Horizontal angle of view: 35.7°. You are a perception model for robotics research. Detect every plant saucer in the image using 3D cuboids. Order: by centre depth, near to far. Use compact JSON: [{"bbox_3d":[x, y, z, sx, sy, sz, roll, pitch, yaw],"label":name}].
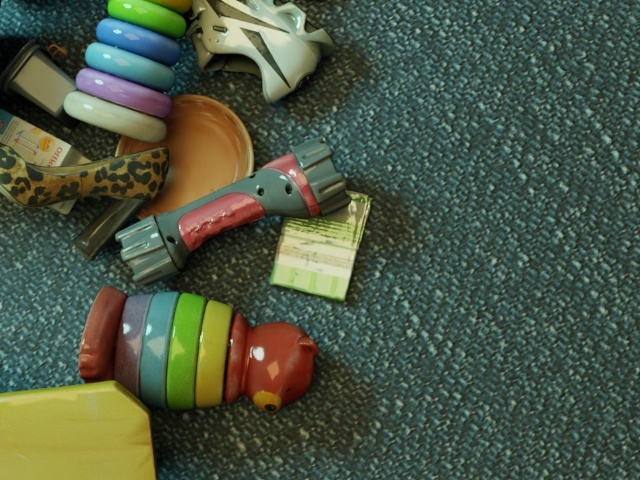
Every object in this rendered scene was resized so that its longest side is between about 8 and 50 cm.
[{"bbox_3d":[-0.189,-0.106,1.401,0.200,0.037,0.200,-1,80,6],"label":"plant saucer"}]

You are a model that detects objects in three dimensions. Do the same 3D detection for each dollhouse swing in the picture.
[{"bbox_3d":[-0.374,0.312,1.245,0.305,0.315,0.347,-8,96,-19],"label":"dollhouse swing"}]

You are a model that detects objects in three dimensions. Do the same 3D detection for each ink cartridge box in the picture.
[{"bbox_3d":[-0.399,-0.107,1.399,0.143,0.090,0.092,27,84,11],"label":"ink cartridge box"}]

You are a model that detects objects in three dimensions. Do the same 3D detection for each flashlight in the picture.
[{"bbox_3d":[-0.114,-0.030,1.312,0.304,0.103,0.103,-26,88,-4],"label":"flashlight"}]

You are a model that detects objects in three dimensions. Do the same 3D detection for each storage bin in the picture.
[{"bbox_3d":[-0.375,-0.216,1.403,0.091,0.135,0.098,37,85,0],"label":"storage bin"}]

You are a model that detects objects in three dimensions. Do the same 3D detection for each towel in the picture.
[{"bbox_3d":[0.000,0.000,1.369,0.113,0.023,0.152,13,83,11],"label":"towel"}]

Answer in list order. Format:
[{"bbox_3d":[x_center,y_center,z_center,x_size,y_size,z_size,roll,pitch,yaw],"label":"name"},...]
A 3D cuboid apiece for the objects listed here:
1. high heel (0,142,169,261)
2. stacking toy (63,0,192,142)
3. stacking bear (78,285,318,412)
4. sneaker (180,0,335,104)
[{"bbox_3d":[-0.329,-0.115,1.298,0.186,0.261,0.093,-48,34,-3],"label":"high heel"},{"bbox_3d":[-0.226,-0.304,1.320,0.141,0.141,0.330,20,95,10],"label":"stacking toy"},{"bbox_3d":[-0.149,0.152,1.290,0.289,0.175,0.164,7,47,-2],"label":"stacking bear"},{"bbox_3d":[-0.150,-0.320,1.393,0.330,0.122,0.146,40,84,12],"label":"sneaker"}]
